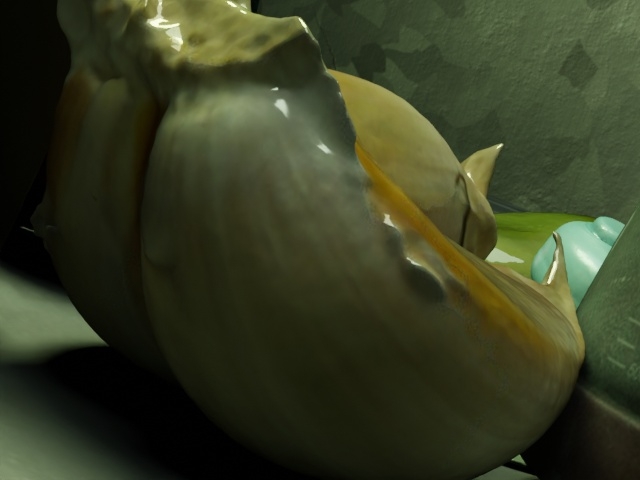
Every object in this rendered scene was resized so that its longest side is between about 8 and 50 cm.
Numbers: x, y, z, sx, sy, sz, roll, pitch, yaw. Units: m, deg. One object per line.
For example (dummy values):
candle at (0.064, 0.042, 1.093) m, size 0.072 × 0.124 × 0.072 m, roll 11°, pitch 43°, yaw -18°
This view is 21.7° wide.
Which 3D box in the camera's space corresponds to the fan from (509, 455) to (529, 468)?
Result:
fan at (0.098, 0.119, 0.979) m, size 0.113 × 0.005 × 0.175 m, roll 21°, pitch 8°, yaw 14°

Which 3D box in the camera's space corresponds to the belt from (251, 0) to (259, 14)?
belt at (-0.158, -0.194, 1.409) m, size 0.173 × 0.300 × 0.436 m, roll 20°, pitch -8°, yaw 1°

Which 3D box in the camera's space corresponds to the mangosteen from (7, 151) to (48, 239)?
mangosteen at (-0.157, -0.065, 1.081) m, size 0.230 × 0.194 × 0.194 m, roll -6°, pitch 8°, yaw 0°

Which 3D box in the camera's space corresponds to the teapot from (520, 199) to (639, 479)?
teapot at (0.294, 0.038, 0.853) m, size 0.233 × 0.312 × 0.315 m, roll 14°, pitch 12°, yaw -46°

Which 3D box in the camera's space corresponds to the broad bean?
broad bean at (0.159, 0.023, 1.409) m, size 0.263 × 0.121 × 0.189 m, roll 14°, pitch 5°, yaw -25°

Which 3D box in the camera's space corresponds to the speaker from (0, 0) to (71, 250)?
speaker at (-0.269, -0.121, 0.848) m, size 0.254 × 0.232 × 0.184 m, roll 12°, pitch 24°, yaw -40°

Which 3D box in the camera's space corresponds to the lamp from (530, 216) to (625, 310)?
lamp at (0.274, 0.081, 1.162) m, size 0.284 × 0.147 × 0.209 m, roll 22°, pitch 10°, yaw 21°

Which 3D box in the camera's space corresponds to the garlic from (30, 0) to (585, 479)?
garlic at (0.000, 0.000, 0.839) m, size 0.286 × 0.249 × 0.313 m, roll 5°, pitch -22°, yaw 32°
